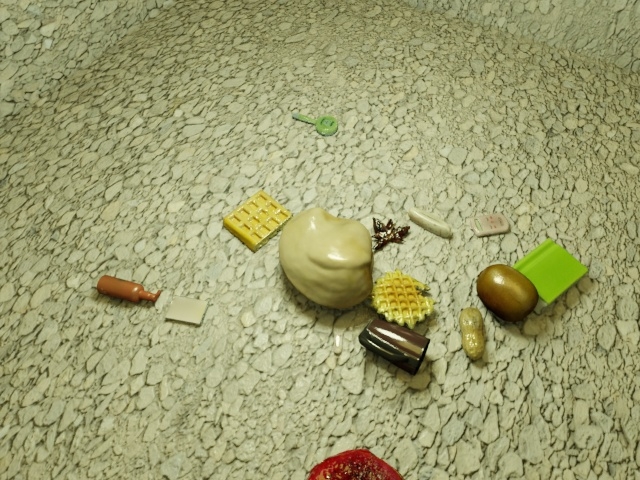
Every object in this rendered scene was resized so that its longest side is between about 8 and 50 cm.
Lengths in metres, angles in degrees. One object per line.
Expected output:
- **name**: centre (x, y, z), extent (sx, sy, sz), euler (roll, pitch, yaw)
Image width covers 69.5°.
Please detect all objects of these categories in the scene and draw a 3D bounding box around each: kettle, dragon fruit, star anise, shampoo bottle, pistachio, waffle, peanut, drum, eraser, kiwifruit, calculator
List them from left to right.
- **shampoo bottle**: centre (-0.775, 0.204, 1.866), extent (0.244, 0.085, 0.085), euler (12, 58, 7)
- **eraser**: centre (-0.532, 0.280, 1.844), extent (0.150, 0.023, 0.104), euler (9, 57, 7)
- **waffle**: centre (-0.279, -0.095, 2.065), extent (0.221, 0.055, 0.248), euler (38, 65, 22)
- **drum**: centre (-0.034, -0.603, 2.397), extent (0.253, 0.049, 0.130), euler (8, 57, 7)
- **pistachio**: centre (0.033, 0.064, 1.817), extent (0.365, 0.281, 0.445), euler (-40, 69, -10)
- **dragon fruit**: centre (0.078, 0.823, 1.353), extent (0.371, 0.249, 0.386), euler (15, 61, -8)
- **star anise**: centre (0.287, -0.041, 2.021), extent (0.212, 0.053, 0.157), euler (-18, 59, -8)
- **kettle**: centre (0.257, 0.385, 1.679), extent (0.232, 0.144, 0.202), euler (22, 21, 22)
- **waffle**: centre (0.319, 0.226, 1.812), extent (0.261, 0.056, 0.250), euler (32, 50, 25)
- **peanut**: centre (0.572, 0.347, 1.747), extent (0.099, 0.099, 0.214), euler (5, 63, 4)
- **calculator**: centre (0.745, -0.069, 2.044), extent (0.175, 0.032, 0.100), euler (-9, 57, -4)
- **kiwifruit**: centre (0.710, 0.196, 1.777), extent (0.196, 0.196, 0.234), euler (-37, 56, -21)
- **eraser**: centre (0.908, 0.139, 1.872), extent (0.274, 0.092, 0.210), euler (-30, 61, -19)

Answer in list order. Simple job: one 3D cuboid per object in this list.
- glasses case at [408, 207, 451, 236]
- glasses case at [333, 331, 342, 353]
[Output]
- **glasses case**: centre (0.477, -0.081, 2.029), extent (0.204, 0.081, 0.051), euler (30, 64, 21)
- **glasses case**: centre (0.067, 0.391, 1.761), extent (0.032, 0.021, 0.083), euler (3, 57, 6)
